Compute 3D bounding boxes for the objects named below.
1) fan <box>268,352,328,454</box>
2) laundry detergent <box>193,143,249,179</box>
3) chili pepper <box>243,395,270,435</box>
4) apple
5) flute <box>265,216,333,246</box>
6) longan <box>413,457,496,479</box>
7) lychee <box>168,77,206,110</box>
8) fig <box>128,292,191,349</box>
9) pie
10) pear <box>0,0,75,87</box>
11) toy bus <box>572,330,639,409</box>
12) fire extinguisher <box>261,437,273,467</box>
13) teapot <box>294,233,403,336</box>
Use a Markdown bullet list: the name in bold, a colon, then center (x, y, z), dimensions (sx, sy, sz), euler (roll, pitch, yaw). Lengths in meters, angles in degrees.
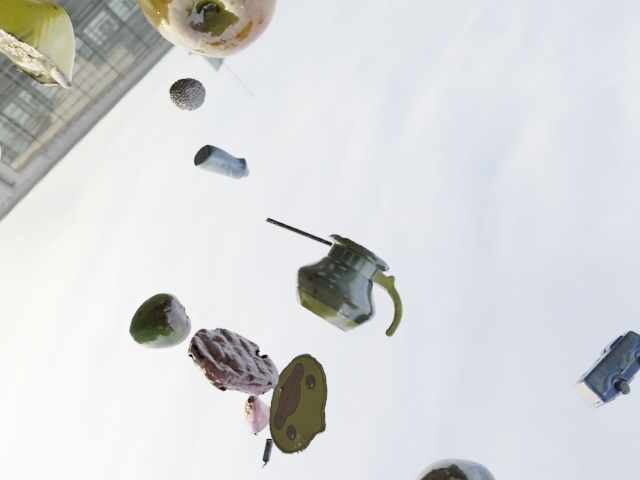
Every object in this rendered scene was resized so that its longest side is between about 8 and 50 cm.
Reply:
- **fan**: center (-0.077, 0.367, 1.194), dimensions (0.335, 0.011, 0.230), euler (21, -90, 58)
- **laundry detergent**: center (-0.311, -0.248, 1.651), dimensions (0.096, 0.206, 0.061), euler (-36, -121, 29)
- **chili pepper**: center (-0.177, 0.463, 1.373), dimensions (0.064, 0.169, 0.088), euler (21, -125, 17)
- **apple**: center (-0.150, -0.333, 0.645), dimensions (0.182, 0.182, 0.155), euler (-30, -130, 22)
- **flute**: center (0.000, 0.000, 1.141), dimensions (0.014, 0.269, 0.014), euler (22, 90, -90)
- **longan**: center (0.327, 0.642, 1.217), dimensions (0.248, 0.248, 0.248), euler (-27, -140, 25)
- **lychee**: center (-0.280, -0.311, 1.063), dimensions (0.068, 0.083, 0.068), euler (-22, -104, 39)
- **fig**: center (-0.511, 0.266, 1.598), dimensions (0.190, 0.181, 0.181), euler (-23, -153, -26)
- **pie**: center (-0.131, 0.181, 0.750), dimensions (0.038, 0.153, 0.153), euler (-60, -146, 9)
- **pear**: center (-0.710, -0.523, 1.249), dimensions (0.266, 0.267, 0.178), euler (16, -107, 52)
- **toy bus**: center (0.729, 0.315, 1.236), dimensions (0.236, 0.079, 0.094), euler (-32, -109, -24)
- **fire extinguisher**: center (-0.157, 0.636, 1.499), dimensions (0.025, 0.038, 0.084), euler (12, -90, 31)
- **teapot**: center (0.046, 0.070, 0.721), dimensions (0.119, 0.165, 0.130), euler (-59, 173, -6)
